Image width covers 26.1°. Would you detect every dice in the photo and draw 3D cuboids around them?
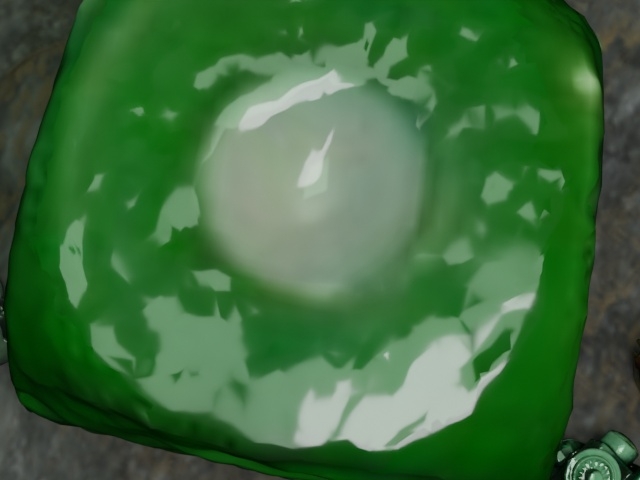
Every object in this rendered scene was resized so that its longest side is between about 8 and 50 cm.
[{"bbox_3d":[0.000,0.000,0.807,0.297,0.300,0.287,10,80,5],"label":"dice"}]

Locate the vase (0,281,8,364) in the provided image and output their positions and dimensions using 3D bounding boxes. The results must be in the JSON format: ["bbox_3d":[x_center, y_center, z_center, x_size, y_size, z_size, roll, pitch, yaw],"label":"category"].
[{"bbox_3d":[-0.269,0.086,0.917,0.148,0.081,0.081,-36,83,2],"label":"vase"}]

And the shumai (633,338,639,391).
[{"bbox_3d":[0.281,0.065,0.856,0.153,0.161,0.209,-24,100,-4],"label":"shumai"}]

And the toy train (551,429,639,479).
[{"bbox_3d":[0.152,0.206,0.888,0.178,0.071,0.104,-45,94,-5],"label":"toy train"}]
